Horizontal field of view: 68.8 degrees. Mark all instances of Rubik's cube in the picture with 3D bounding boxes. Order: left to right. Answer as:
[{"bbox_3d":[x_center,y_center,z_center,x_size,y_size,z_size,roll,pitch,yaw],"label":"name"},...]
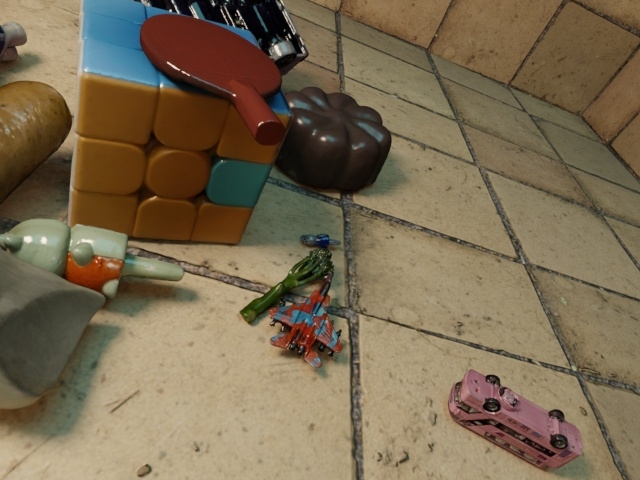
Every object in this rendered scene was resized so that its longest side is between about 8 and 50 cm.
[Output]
[{"bbox_3d":[-0.257,-0.197,0.797,0.292,0.291,0.290,3,43,-29],"label":"Rubik's cube"}]

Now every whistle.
[{"bbox_3d":[-0.321,0.028,0.650,0.253,0.105,0.102,12,16,-27],"label":"whistle"},{"bbox_3d":[0.000,0.000,0.940,0.083,0.029,0.033,6,26,-15],"label":"whistle"}]

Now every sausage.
[{"bbox_3d":[-0.489,-0.057,0.612,0.136,0.123,0.500,15,47,-7],"label":"sausage"}]

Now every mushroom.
[{"bbox_3d":[-0.399,-0.008,0.456,0.126,0.397,0.177,-14,35,20],"label":"mushroom"}]

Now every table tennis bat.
[{"bbox_3d":[-0.134,-0.240,0.654,0.201,0.038,0.310,-7,49,-36],"label":"table tennis bat"}]

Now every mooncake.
[{"bbox_3d":[0.026,-0.252,1.148,0.306,0.154,0.306,15,42,-14],"label":"mooncake"}]

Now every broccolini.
[{"bbox_3d":[-0.051,0.085,0.807,0.067,0.058,0.216,2,29,39],"label":"broccolini"}]

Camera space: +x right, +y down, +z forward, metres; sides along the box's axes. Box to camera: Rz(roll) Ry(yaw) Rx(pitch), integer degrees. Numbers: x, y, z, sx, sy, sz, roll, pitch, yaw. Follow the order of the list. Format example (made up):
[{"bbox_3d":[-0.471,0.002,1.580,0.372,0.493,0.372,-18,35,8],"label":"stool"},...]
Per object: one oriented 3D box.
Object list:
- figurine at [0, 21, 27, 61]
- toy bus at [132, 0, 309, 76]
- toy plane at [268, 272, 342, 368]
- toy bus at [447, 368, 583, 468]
[{"bbox_3d":[-0.675,-0.368,0.869,0.133,0.194,0.274,47,-3,-7],"label":"figurine"},{"bbox_3d":[-0.269,-0.475,1.140,0.440,0.249,0.209,-30,95,-48],"label":"toy bus"},{"bbox_3d":[-0.012,0.120,0.770,0.130,0.061,0.189,27,33,1],"label":"toy plane"},{"bbox_3d":[0.305,0.286,0.742,0.203,0.090,0.063,30,37,1],"label":"toy bus"}]
